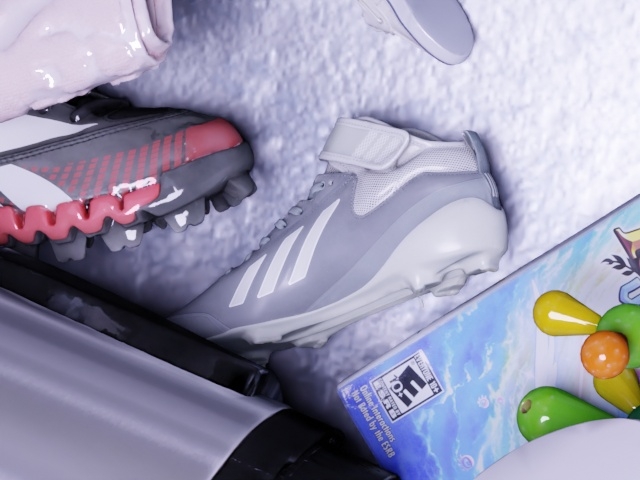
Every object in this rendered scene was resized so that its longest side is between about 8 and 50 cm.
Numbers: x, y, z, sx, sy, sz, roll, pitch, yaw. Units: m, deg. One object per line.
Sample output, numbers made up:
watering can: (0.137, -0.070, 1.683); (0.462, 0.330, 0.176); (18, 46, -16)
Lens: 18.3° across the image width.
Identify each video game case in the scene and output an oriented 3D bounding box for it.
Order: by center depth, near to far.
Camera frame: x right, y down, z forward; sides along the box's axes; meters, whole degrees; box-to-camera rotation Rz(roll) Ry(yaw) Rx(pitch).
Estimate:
video game case: (0.177, 0.123, 0.974); (0.244, 0.061, 0.269); (-34, 83, 21)

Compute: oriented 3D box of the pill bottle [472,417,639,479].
pill bottle: (0.153, 0.217, 0.851); (0.152, 0.152, 0.272); (-20, 111, 23)

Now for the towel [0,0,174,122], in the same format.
towel: (-0.238, -0.186, 1.049); (0.332, 0.053, 0.317); (-16, 67, 22)

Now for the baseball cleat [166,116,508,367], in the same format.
baseball cleat: (0.000, 0.000, 1.036); (0.206, 0.072, 0.109); (-19, 74, 21)

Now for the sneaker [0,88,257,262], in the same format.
sneaker: (-0.167, -0.057, 1.070); (0.276, 0.097, 0.135); (-3, 98, 24)

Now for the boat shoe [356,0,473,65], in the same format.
boat shoe: (0.036, -0.123, 1.017); (0.100, 0.035, 0.035); (46, 138, 7)

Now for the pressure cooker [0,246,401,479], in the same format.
pressure cooker: (-0.142, 0.221, 0.941); (0.420, 0.370, 0.375); (22, 109, 12)

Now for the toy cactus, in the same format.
toy cactus: (0.199, 0.072, 0.880); (0.219, 0.112, 0.180); (-28, 95, 12)
